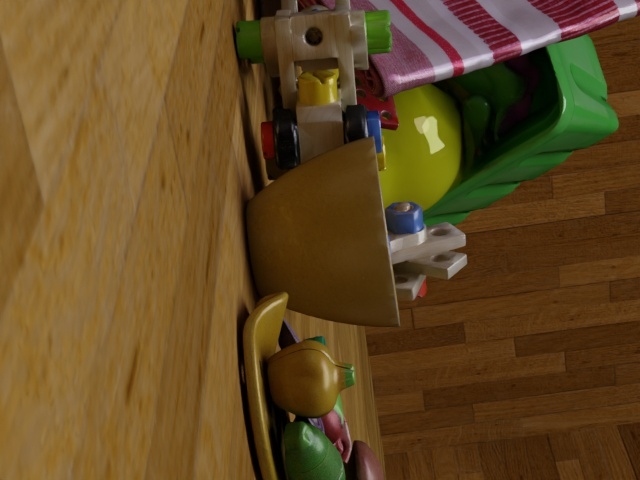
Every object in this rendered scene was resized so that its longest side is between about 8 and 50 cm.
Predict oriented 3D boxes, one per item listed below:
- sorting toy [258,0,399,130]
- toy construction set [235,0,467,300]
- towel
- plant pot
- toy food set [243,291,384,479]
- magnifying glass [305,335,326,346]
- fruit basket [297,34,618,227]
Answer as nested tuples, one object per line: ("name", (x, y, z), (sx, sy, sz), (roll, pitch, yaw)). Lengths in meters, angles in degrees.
("sorting toy", (0.010, -0.217, 1.308), (0.046, 0.132, 0.275), (118, -25, -46))
("toy construction set", (0.015, -0.075, 1.110), (0.215, 0.151, 0.328), (-92, 162, -67))
("towel", (0.126, -0.261, 1.310), (0.237, 0.329, 0.037), (54, -32, 27))
("plant pot", (0.000, 0.000, 0.948), (0.134, 0.095, 0.134), (-8, 90, -86))
("toy food set", (0.001, 0.124, 0.871), (0.218, 0.071, 0.128), (79, 4, -47))
("magnifying glass", (0.004, 0.189, 1.269), (0.092, 0.026, 0.231), (80, 2, -47))
("fruit basket", (0.089, -0.138, 1.459), (0.392, 0.392, 0.283), (75, 2, -68))
